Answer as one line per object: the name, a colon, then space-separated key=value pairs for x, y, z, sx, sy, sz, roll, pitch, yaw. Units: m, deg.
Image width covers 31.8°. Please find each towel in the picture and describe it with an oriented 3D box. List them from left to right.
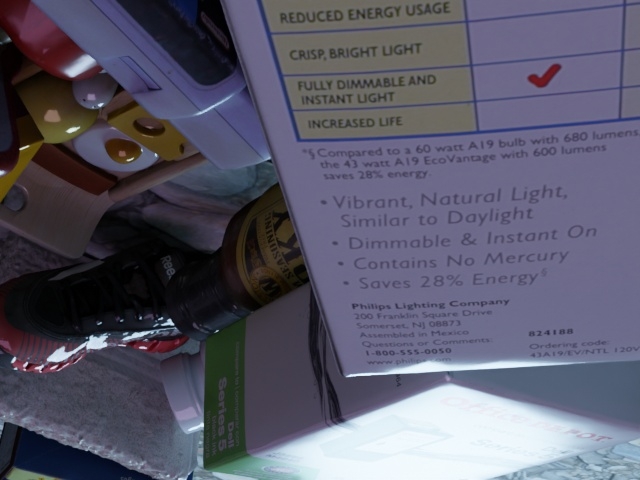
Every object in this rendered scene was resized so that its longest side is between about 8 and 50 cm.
towel: x=-0.224 y=0.127 z=1.156 sx=0.049 sy=0.187 sz=0.282 roll=-16 pitch=145 yaw=42

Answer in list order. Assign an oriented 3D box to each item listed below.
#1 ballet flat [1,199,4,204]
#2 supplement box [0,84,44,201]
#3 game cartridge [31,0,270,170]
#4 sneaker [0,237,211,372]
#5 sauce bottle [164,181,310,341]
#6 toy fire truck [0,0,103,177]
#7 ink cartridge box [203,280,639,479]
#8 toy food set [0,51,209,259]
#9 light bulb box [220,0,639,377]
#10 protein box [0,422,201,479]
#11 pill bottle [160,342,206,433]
ballet flat: x=-0.381 y=-0.002 z=1.089 sx=0.084 sy=0.058 sz=0.250 roll=26 pitch=146 yaw=-32
supplement box: x=-0.313 y=-0.089 z=0.747 sx=0.129 sy=0.194 sz=0.191 roll=-28 pitch=175 yaw=-39
game cartridge: x=-0.111 y=-0.210 z=0.482 sx=0.068 sy=0.230 sz=0.355 roll=-20 pitch=143 yaw=21
sneaker: x=-0.195 y=0.055 z=1.051 sx=0.135 sy=0.098 sz=0.276 roll=-33 pitch=162 yaw=35
sauce bottle: x=0.000 y=0.000 z=0.859 sx=0.111 sy=0.111 sz=0.344 roll=25 pitch=145 yaw=-29
toy fire truck: x=-0.233 y=-0.171 z=0.522 sx=0.169 sy=0.302 sz=0.254 roll=-29 pitch=143 yaw=17
ink cartridge box: x=0.069 y=0.100 z=0.810 sx=0.198 sy=0.115 sz=0.273 roll=17 pitch=150 yaw=-33
toy food set: x=-0.180 y=-0.078 z=0.876 sx=0.306 sy=0.092 sz=0.219 roll=-18 pitch=142 yaw=38
light bulb box: x=0.154 y=-0.130 z=0.501 sx=0.357 sy=0.225 sz=0.361 roll=-5 pitch=141 yaw=9
protein box: x=-0.247 y=0.202 z=1.279 sx=0.199 sy=0.201 sz=0.136 roll=19 pitch=149 yaw=-20
pill bottle: x=-0.066 y=0.131 z=1.150 sx=0.180 sy=0.108 sz=0.108 roll=-21 pitch=148 yaw=0
